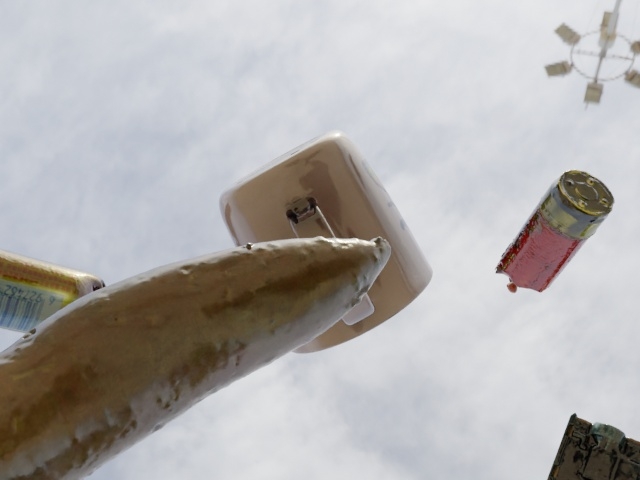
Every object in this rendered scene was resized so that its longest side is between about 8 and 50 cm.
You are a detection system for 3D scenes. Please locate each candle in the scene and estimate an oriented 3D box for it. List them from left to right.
[{"bbox_3d":[0.187,0.002,0.599,0.052,0.130,0.052,9,-131,-11],"label":"candle"}]

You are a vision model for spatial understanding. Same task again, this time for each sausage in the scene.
[{"bbox_3d":[-0.448,0.076,1.082,0.317,0.117,0.125,19,-132,-27],"label":"sausage"}]

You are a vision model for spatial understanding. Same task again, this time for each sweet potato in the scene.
[{"bbox_3d":[-0.115,0.068,0.330,0.346,0.108,0.079,-27,-97,-38],"label":"sweet potato"}]

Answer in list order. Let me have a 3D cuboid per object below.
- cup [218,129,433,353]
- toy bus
[{"bbox_3d":[0.000,0.000,0.801,0.192,0.253,0.200,-29,-80,3],"label":"cup"},{"bbox_3d":[0.327,0.257,0.723,0.182,0.103,0.091,18,-113,26],"label":"toy bus"}]
